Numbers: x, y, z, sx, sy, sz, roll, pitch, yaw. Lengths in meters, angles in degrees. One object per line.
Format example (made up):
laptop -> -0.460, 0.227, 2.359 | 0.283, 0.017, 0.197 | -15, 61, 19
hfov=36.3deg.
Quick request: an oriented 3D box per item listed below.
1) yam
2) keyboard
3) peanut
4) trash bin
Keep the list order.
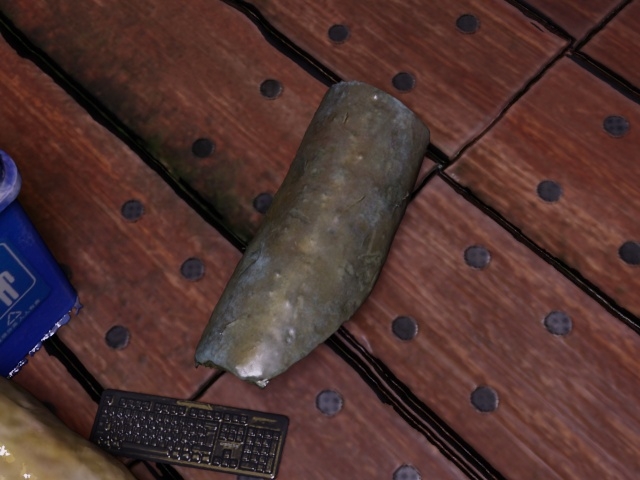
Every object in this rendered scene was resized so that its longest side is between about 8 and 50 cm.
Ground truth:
yam -> 0.000, 0.000, 0.754 | 0.106, 0.106, 0.259 | 20, 72, 18
keyboard -> -0.103, 0.148, 0.751 | 0.155, 0.010, 0.053 | 5, 64, 12
peanut -> -0.210, 0.179, 0.675 | 0.224, 0.129, 0.129 | 36, 74, 4
trash bin -> -0.297, 0.002, 0.730 | 0.184, 0.234, 0.162 | 35, 73, 23
